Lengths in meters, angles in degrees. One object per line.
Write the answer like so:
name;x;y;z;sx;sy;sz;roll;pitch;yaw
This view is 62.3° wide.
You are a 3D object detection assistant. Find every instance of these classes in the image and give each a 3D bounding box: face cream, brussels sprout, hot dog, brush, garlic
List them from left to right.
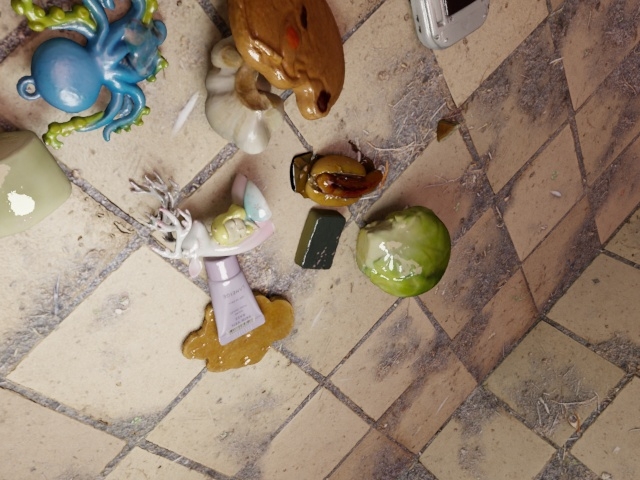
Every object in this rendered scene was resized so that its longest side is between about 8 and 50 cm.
face cream;-0.257;0.159;1.524;0.154;0.096;0.273;-28;119;-29
garlic;-0.189;-0.343;1.265;0.185;0.203;0.280;-19;93;7
brush;0.000;0.000;1.678;0.123;0.059;0.197;3;112;-37
hot dog;0.074;-0.188;1.594;0.326;0.107;0.193;-16;123;-30
brussels sprout;0.276;0.035;1.786;0.345;0.268;0.343;-3;97;-24

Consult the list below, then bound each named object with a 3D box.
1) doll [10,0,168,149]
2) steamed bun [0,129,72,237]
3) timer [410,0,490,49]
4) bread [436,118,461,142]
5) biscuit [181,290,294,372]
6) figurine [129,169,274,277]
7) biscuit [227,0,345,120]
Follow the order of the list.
doll;-0.469;-0.383;1.098;0.341;0.099;0.345;-37;139;-30
steamed bun;-0.647;-0.099;1.056;0.250;0.154;0.199;-21;129;-9
timer;0.386;-0.701;1.549;0.262;0.087;0.236;-36;131;-16
bread;0.423;-0.380;1.788;0.043;0.062;0.109;-19;167;-25
biscuit;-0.252;0.285;1.655;0.376;0.051;0.269;-14;120;-30
figurine;-0.303;-0.064;1.344;0.316;0.206;0.284;-35;137;-24
biscuit;-0.068;-0.505;1.222;0.455;0.079;0.349;32;55;-51
